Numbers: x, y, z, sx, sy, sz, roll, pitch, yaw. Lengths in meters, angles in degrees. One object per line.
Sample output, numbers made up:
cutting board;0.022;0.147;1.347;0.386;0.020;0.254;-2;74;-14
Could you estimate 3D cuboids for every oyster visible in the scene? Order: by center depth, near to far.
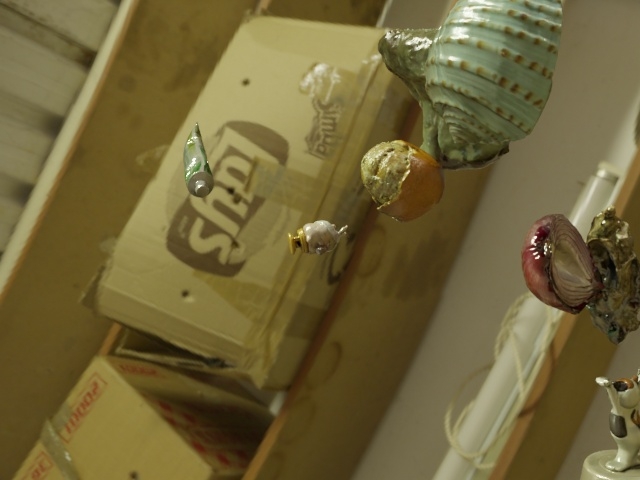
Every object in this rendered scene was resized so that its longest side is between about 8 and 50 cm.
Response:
oyster;0.726;0.091;1.978;0.096;0.221;0.361;-22;-47;-25

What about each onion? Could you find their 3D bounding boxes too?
onion;0.573;0.077;1.880;0.283;0.120;0.227;34;-122;-33

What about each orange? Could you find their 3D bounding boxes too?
orange;0.137;-0.100;1.338;0.156;0.156;0.134;6;-75;-56

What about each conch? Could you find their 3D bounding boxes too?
conch;0.295;-0.324;1.359;0.303;0.215;0.319;-104;19;-83

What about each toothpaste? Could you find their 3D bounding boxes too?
toothpaste;-0.228;-0.142;1.447;0.046;0.248;0.078;13;-65;-21

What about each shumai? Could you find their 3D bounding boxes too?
shumai;0.307;-0.321;1.771;0.324;0.397;0.323;-9;-73;-18

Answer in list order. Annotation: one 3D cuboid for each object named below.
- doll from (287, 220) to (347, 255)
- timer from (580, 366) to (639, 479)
doll;0.000;0.000;1.627;0.127;0.084;0.073;-12;-52;-8
timer;0.590;0.380;1.511;0.175;0.175;0.266;-12;-77;-51
